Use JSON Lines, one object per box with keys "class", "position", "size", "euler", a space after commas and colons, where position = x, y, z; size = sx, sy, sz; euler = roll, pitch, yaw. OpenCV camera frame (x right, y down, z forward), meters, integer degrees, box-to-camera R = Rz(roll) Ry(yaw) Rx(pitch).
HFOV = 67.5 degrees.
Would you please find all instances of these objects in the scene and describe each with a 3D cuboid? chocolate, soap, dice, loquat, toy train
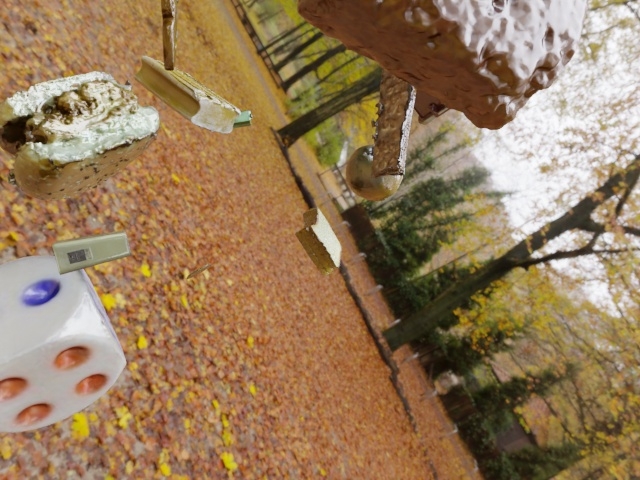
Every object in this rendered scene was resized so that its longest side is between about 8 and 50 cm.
{"class": "chocolate", "position": [0.172, -0.290, 1.069], "size": [0.065, 0.102, 0.329], "euler": [25, 69, -45]}
{"class": "soap", "position": [-0.379, -0.413, 1.358], "size": [0.274, 0.089, 0.173], "euler": [39, 18, 25]}
{"class": "dice", "position": [-0.537, 0.193, 0.915], "size": [0.243, 0.251, 0.259], "euler": [46, -29, 33]}
{"class": "loquat", "position": [0.171, -0.218, 1.554], "size": [0.227, 0.179, 0.179], "euler": [25, 35, -57]}
{"class": "toy train", "position": [-0.302, -0.456, 1.806], "size": [0.038, 0.093, 0.056], "euler": [81, 0, -64]}

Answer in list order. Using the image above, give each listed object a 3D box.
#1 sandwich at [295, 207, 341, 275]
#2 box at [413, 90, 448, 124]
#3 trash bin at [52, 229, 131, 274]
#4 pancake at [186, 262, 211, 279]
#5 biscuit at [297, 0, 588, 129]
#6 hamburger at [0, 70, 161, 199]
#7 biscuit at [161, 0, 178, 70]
{"class": "sandwich", "position": [0.000, 0.000, 1.571], "size": [0.186, 0.065, 0.215], "euler": [58, 15, -19]}
{"class": "box", "position": [0.295, -0.464, 1.239], "size": [0.167, 0.193, 0.294], "euler": [40, 42, -21]}
{"class": "trash bin", "position": [-0.317, 0.012, 0.669], "size": [0.061, 0.092, 0.043], "euler": [10, -67, 66]}
{"class": "pancake", "position": [-0.454, 0.115, 1.793], "size": [0.011, 0.115, 0.115], "euler": [60, 7, 1]}
{"class": "biscuit", "position": [0.198, -0.388, 0.673], "size": [0.395, 0.343, 0.166], "euler": [19, -4, -24]}
{"class": "hamburger", "position": [-0.535, -0.223, 1.053], "size": [0.318, 0.277, 0.195], "euler": [-39, 98, -39]}
{"class": "biscuit", "position": [-0.374, -0.546, 1.189], "size": [0.180, 0.039, 0.236], "euler": [-133, -134, -68]}
